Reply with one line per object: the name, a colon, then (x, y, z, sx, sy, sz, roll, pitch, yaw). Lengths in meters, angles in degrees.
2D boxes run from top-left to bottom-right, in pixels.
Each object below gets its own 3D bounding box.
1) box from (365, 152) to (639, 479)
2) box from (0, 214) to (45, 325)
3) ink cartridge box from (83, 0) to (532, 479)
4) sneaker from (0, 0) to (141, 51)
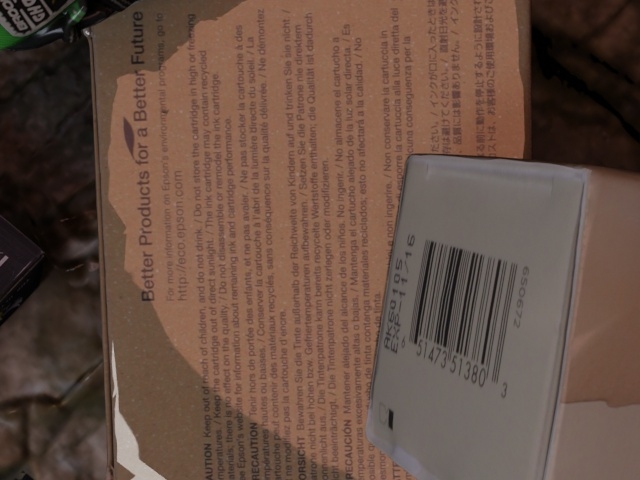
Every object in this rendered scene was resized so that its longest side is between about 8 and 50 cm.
box: (0.191, 0.048, 0.464, 0.311, 0.148, 0.121, 7, 93, -21)
box: (-0.269, 0.036, 0.532, 0.183, 0.056, 0.231, 39, 65, 0)
ink cartridge box: (0.000, 0.000, 0.549, 0.193, 0.088, 0.234, -1, 95, 5)
sneaker: (-0.073, -0.132, 0.456, 0.344, 0.134, 0.146, -8, 55, 8)
